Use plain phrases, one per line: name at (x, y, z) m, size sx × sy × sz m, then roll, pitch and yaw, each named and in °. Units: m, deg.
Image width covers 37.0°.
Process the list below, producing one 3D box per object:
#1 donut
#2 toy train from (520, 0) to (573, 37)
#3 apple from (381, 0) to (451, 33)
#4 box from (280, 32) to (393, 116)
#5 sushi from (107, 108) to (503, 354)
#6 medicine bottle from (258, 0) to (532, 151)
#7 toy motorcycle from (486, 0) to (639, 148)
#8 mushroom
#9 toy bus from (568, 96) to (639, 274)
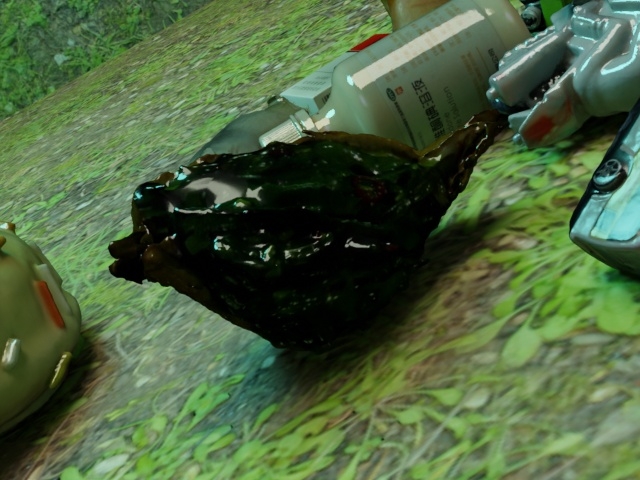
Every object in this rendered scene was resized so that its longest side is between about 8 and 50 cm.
donut at (-0.369, 0.100, 0.789) m, size 0.307 × 0.150 × 0.371 m, roll -1°, pitch 24°, yaw 38°
toy train at (0.282, -0.280, 1.024) m, size 0.081 × 0.060 × 0.202 m, roll 4°, pitch 38°, yaw 42°
apple at (0.171, -0.414, 1.307) m, size 0.251 × 0.163 × 0.293 m, roll -27°, pitch 21°, yaw 1°
box at (0.039, -0.194, 1.138) m, size 0.152 × 0.048 × 0.100 m, roll -37°, pitch 25°, yaw -14°
sushi at (0.000, 0.000, 0.649) m, size 0.287 × 0.149 × 0.140 m, roll -10°, pitch -13°, yaw -15°
medicine bottle at (0.067, -0.125, 0.864) m, size 0.252 × 0.114 × 0.114 m, roll -29°, pitch 22°, yaw -1°
toy motorcycle at (0.252, -0.149, 0.724) m, size 0.260 × 0.110 × 0.171 m, roll -27°, pitch 33°, yaw 16°
mushroom at (-0.075, -0.077, 0.961) m, size 0.096 × 0.099 × 0.278 m, roll -15°, pitch 22°, yaw 18°
toy bus at (0.212, -0.059, 0.542) m, size 0.172 × 0.057 × 0.072 m, roll -60°, pitch 28°, yaw 1°
